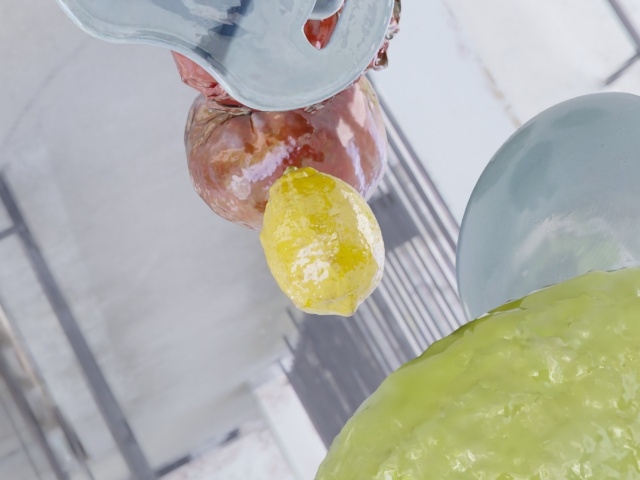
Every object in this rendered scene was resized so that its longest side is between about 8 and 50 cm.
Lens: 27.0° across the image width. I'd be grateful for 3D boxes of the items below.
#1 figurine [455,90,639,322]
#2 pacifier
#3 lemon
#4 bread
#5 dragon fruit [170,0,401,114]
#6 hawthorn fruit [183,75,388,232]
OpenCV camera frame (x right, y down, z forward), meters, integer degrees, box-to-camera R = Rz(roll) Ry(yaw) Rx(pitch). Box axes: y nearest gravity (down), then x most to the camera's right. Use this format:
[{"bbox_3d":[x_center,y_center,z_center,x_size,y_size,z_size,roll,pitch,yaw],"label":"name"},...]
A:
[{"bbox_3d":[0.212,0.028,1.017,0.205,0.225,0.382,5,169,11],"label":"figurine"},{"bbox_3d":[-0.054,-0.224,0.922,0.227,0.279,0.207,-70,-162,-7],"label":"pacifier"},{"bbox_3d":[0.000,0.000,1.255,0.114,0.155,0.114,-19,163,-6],"label":"lemon"},{"bbox_3d":[0.137,0.196,0.641,0.348,0.348,0.308,-28,174,-9],"label":"bread"},{"bbox_3d":[-0.043,-0.239,1.320,0.252,0.241,0.241,-34,166,20],"label":"dragon fruit"},{"bbox_3d":[-0.026,-0.097,1.601,0.242,0.242,0.272,-32,138,10],"label":"hawthorn fruit"}]
